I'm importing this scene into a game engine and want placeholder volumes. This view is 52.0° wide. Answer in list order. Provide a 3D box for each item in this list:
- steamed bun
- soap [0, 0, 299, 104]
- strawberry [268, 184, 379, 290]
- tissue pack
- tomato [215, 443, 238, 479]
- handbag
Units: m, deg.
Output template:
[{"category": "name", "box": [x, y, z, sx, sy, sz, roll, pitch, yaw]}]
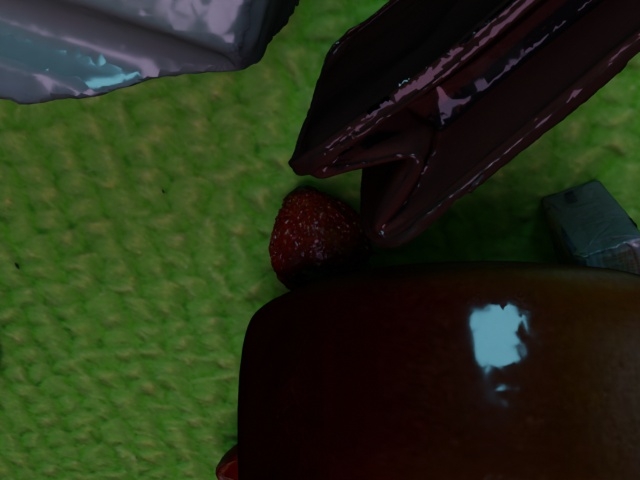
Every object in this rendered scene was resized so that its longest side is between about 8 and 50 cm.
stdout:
[{"category": "steamed bun", "box": [0.070, 0.141, 0.499, 0.248, 0.234, 0.379, 13, 162, -37]}, {"category": "soap", "box": [-0.196, -0.282, 0.377, 0.436, 0.213, 0.350, 15, 118, -3]}, {"category": "strawberry", "box": [-0.001, 0.000, 0.594, 0.106, 0.106, 0.106, 3, 120, 4]}, {"category": "tissue pack", "box": [0.249, 0.037, 0.575, 0.060, 0.108, 0.148, -20, 117, 14]}, {"category": "tomato", "box": [-0.040, 0.266, 0.757, 0.156, 0.069, 0.155, 11, 135, 11]}, {"category": "handbag", "box": [0.109, -0.143, 0.399, 0.276, 0.260, 0.084, -38, 107, 22]}]
